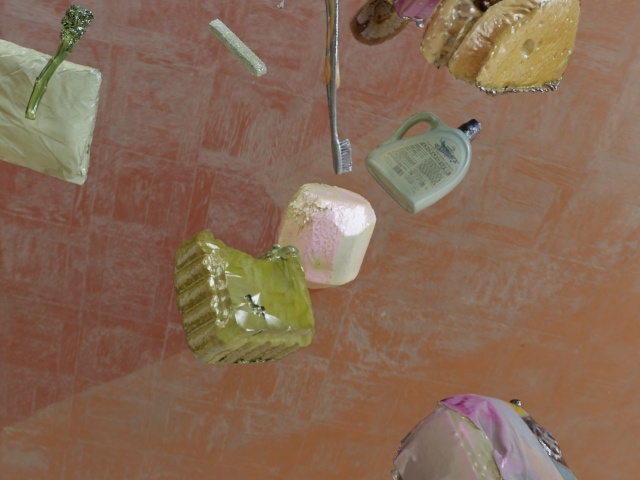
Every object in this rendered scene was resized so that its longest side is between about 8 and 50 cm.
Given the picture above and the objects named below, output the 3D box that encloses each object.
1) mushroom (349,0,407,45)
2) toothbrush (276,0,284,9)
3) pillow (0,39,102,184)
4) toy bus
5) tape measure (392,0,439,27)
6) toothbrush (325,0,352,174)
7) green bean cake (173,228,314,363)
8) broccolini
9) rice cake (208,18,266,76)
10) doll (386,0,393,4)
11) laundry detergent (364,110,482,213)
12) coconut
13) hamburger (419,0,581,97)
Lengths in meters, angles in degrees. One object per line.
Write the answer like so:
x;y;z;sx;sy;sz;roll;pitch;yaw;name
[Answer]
0.200;-0.687;1.592;0.153;0.253;0.253;41;105;-6;mushroom
-0.112;-0.721;1.574;0.019;0.193;0.013;-17;135;20;toothbrush
-0.661;-0.293;1.240;0.275;0.076;0.280;17;109;-6;pillow
0.212;0.328;0.549;0.162;0.386;0.171;29;112;-33;toy bus
0.137;-0.365;0.703;0.074;0.125;0.118;-9;161;-35;tape measure
0.018;-0.247;0.748;0.031;0.023;0.320;-19;116;-25;toothbrush
-0.129;0.094;0.967;0.236;0.232;0.124;9;147;-45;green bean cake
-0.502;-0.337;1.019;0.054;0.051;0.239;27;88;28;broccolini
-0.259;-0.601;1.684;0.045;0.042;0.245;-36;76;-27;rice cake
0.186;-0.733;1.216;0.160;0.094;0.365;35;143;17;doll
0.272;-0.219;1.343;0.280;0.105;0.215;-41;73;-5;laundry detergent
0.000;0.000;1.290;0.233;0.233;0.245;15;107;-9;coconut
0.436;-0.515;1.248;0.446;0.268;0.286;-14;137;-41;hamburger
